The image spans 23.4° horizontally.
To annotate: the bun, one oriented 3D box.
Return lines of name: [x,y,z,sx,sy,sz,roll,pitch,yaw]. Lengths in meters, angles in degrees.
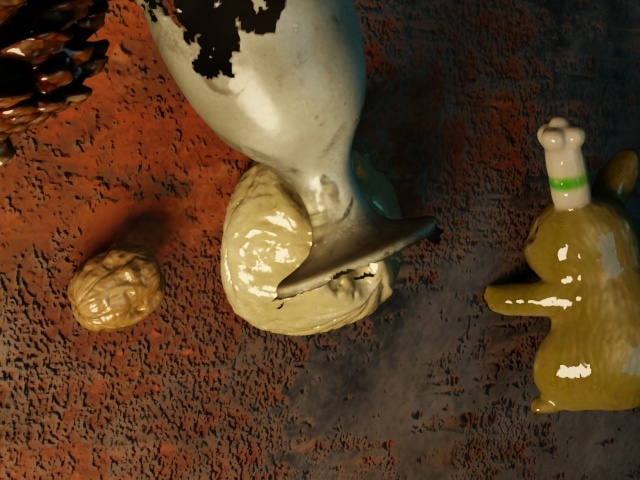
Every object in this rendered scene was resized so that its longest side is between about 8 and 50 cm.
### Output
bun: [0.000,0.000,1.584,0.220,0.134,0.220,-15,114,-36]

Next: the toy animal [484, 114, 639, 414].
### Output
toy animal: [0.316,0.032,1.891,0.181,0.180,0.362,-13,89,-48]

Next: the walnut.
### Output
walnut: [-0.191,0.044,1.456,0.096,0.082,0.079,-32,154,-27]

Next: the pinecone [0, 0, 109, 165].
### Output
pinecone: [-0.275,-0.190,1.208,0.224,0.224,0.272,-14,107,-41]

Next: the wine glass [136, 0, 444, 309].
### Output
wine glass: [-0.030,-0.129,1.417,0.190,0.190,0.357,-29,99,-35]
